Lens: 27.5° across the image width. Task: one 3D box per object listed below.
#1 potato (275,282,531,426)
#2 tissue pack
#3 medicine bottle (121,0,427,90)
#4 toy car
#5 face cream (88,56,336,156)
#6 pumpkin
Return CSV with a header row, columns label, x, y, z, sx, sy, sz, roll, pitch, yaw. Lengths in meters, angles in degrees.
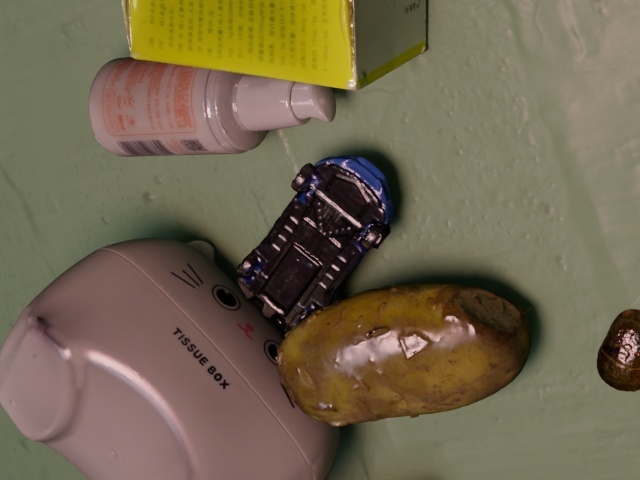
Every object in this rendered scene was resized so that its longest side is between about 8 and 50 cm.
label,x,y,z,sx,sy,sz,roll,pitch,yaw
potato,0.078,0.102,1.209,0.251,0.113,0.149,-19,136,20
tissue pack,-0.143,0.163,1.327,0.333,0.236,0.229,48,139,8
medicine bottle,-0.042,-0.224,1.143,0.250,0.137,0.141,12,121,29
toy car,0.000,0.000,1.259,0.103,0.063,0.216,39,126,6
face cream,-0.098,-0.131,1.245,0.251,0.101,0.101,1,110,33
pumpkin,0.267,0.100,1.149,0.050,0.028,0.083,23,117,26
